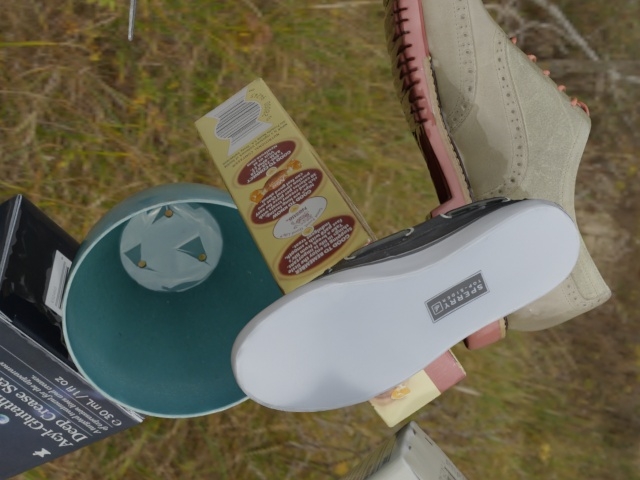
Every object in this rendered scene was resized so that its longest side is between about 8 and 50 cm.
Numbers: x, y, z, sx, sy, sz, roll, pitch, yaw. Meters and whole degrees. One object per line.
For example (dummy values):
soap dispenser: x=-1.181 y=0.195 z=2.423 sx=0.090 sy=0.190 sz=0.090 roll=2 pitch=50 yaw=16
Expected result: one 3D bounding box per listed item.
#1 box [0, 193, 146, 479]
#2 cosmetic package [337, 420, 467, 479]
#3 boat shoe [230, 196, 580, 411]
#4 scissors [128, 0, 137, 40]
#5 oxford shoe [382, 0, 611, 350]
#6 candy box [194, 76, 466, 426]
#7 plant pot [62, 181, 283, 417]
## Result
box: x=-0.478 y=0.164 z=1.617 sx=0.293 sy=0.395 sz=0.212 roll=46 pitch=30 yaw=-37
cosmetic package: x=-0.030 y=0.255 z=0.700 sx=0.309 sy=0.160 sz=0.113 roll=-41 pitch=84 yaw=6
boat shoe: x=0.046 y=0.029 z=0.709 sx=0.228 sy=0.076 sz=0.080 roll=-27 pitch=110 yaw=-12
scissors: x=-0.155 y=-0.287 z=1.003 sx=0.021 sy=0.297 sz=0.109 roll=13 pitch=125 yaw=-17
oxford shoe: x=0.125 y=-0.102 z=0.848 sx=0.130 sy=0.123 sz=0.348 roll=-13 pitch=96 yaw=2
candy box: x=0.000 y=0.000 z=1.047 sx=0.087 sy=0.316 sz=0.183 roll=-35 pitch=127 yaw=3
plant pot: x=-0.176 y=0.045 z=1.437 sx=0.290 sy=0.195 sz=0.290 roll=-6 pitch=117 yaw=-12
